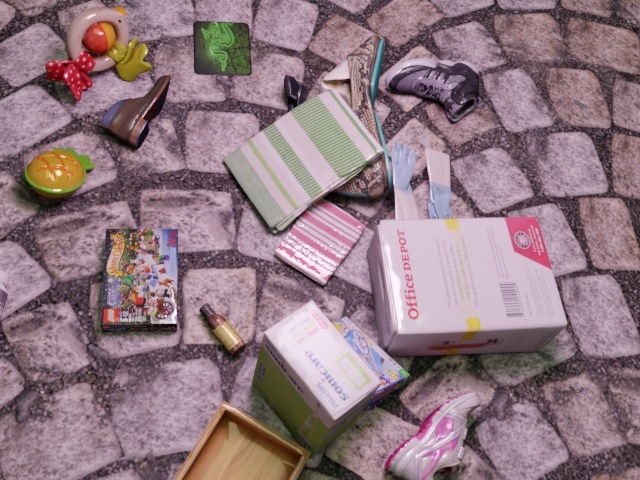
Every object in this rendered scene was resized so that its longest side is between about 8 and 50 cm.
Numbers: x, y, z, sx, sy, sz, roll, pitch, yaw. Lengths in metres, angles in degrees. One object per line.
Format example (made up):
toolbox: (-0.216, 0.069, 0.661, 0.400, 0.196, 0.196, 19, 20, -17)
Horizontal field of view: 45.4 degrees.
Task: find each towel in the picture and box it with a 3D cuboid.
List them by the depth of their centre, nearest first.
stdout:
towel: (0.000, 0.000, 1.801, 0.144, 0.029, 0.197, 32, 63, 8)
towel: (-0.041, -0.198, 1.824, 0.325, 0.038, 0.248, -35, 67, 2)

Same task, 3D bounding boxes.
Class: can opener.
can opener: (-0.062, -0.333, 1.959, 0.073, 0.059, 0.186, 6, 67, -37)

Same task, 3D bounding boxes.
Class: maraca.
maraca: (-0.595, -0.161, 1.749, 0.127, 0.099, 0.185, 26, 34, -1)

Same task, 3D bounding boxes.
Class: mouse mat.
mouse mat: (-0.263, -0.517, 2.051, 0.152, 0.007, 0.189, -1, 61, -10)

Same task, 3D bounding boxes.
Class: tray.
tray: (-0.207, 0.534, 1.443, 0.203, 0.076, 0.411, 29, 61, 6)

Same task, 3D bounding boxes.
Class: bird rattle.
bird rattle: (-0.555, -0.474, 1.875, 0.253, 0.207, 0.143, -18, 47, -29)

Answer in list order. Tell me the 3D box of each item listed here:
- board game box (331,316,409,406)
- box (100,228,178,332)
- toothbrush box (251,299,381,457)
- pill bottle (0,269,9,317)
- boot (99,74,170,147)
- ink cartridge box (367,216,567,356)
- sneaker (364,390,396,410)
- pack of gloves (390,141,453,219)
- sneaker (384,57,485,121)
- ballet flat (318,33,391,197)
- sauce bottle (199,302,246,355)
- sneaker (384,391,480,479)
board game box: (0.071, 0.253, 1.612, 0.136, 0.035, 0.201, -18, 48, -43)
box: (-0.393, 0.085, 1.674, 0.159, 0.044, 0.233, 0, 61, -10)
toothbrush box: (-0.018, 0.279, 1.495, 0.122, 0.283, 0.206, -33, 71, -24)
pill bottle: (-0.693, 0.129, 1.578, 0.078, 0.078, 0.137, 8, 61, -6)
boot: (-0.450, -0.337, 1.876, 0.106, 0.082, 0.219, 21, 62, -1)
ink cartridge box: (0.314, 0.103, 1.720, 0.385, 0.160, 0.279, -1, 61, -10)
sneaker: (0.124, 0.313, 1.641, 0.135, 0.052, 0.058, -29, 60, -31)
pack of gloves: (0.241, -0.121, 1.874, 0.195, 0.046, 0.232, 13, 66, -34)
sneaker: (0.312, -0.397, 2.028, 0.268, 0.101, 0.153, -4, 60, -15)
ballet flat: (0.079, -0.326, 1.928, 0.182, 0.164, 0.483, 0, 65, 1)
sauce bottle: (-0.213, 0.190, 1.650, 0.042, 0.042, 0.128, -34, 70, -24)
sneaker: (0.252, 0.417, 1.579, 0.252, 0.103, 0.111, -40, 78, -19)
